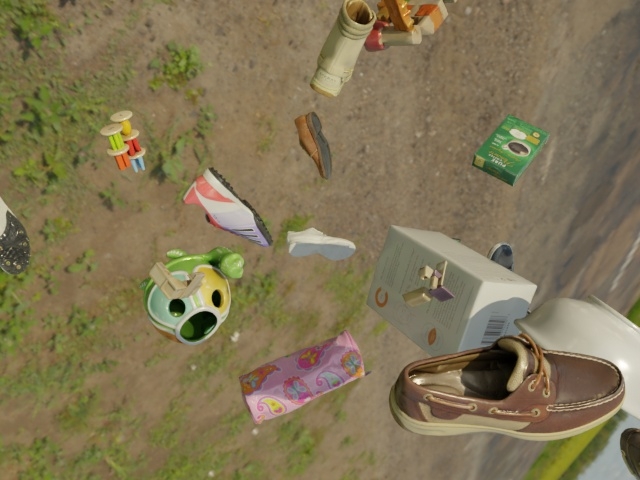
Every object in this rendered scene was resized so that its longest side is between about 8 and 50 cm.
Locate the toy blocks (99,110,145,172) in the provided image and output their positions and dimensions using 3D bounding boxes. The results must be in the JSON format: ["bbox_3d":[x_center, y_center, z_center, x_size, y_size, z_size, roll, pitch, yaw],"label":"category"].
[{"bbox_3d":[-0.454,-0.211,1.647,0.123,0.054,0.148,-80,163,-54],"label":"toy blocks"}]

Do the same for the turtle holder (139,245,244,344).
[{"bbox_3d":[-0.357,0.168,2.075,0.320,0.227,0.243,-24,130,-10],"label":"turtle holder"}]

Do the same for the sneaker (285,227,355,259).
[{"bbox_3d":[0.000,0.000,2.101,0.212,0.094,0.080,5,129,-20],"label":"sneaker"}]

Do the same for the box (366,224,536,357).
[{"bbox_3d":[0.287,0.127,1.621,0.168,0.345,0.215,6,108,-33],"label":"box"}]

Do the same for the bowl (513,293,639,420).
[{"bbox_3d":[0.524,0.195,1.322,0.134,0.298,0.298,-54,155,7],"label":"bowl"}]

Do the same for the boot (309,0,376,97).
[{"bbox_3d":[0.060,-0.473,1.657,0.203,0.095,0.262,-62,-176,35],"label":"boot"}]

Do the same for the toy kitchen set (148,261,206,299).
[{"bbox_3d":[-0.283,0.068,1.426,0.068,0.075,0.083,-50,161,21],"label":"toy kitchen set"}]

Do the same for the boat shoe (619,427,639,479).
[{"bbox_3d":[0.672,0.459,1.329,0.324,0.096,0.117,44,82,-28],"label":"boat shoe"}]

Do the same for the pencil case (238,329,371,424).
[{"bbox_3d":[-0.038,0.303,1.568,0.284,0.124,0.124,-24,150,-8],"label":"pencil case"}]

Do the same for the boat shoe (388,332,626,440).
[{"bbox_3d":[0.270,0.196,0.980,0.341,0.123,0.123,0,139,-3],"label":"boat shoe"}]

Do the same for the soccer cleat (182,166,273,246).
[{"bbox_3d":[-0.247,-0.067,1.932,0.116,0.109,0.318,-40,134,2],"label":"soccer cleat"}]

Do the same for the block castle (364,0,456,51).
[{"bbox_3d":[0.226,-0.756,1.917,0.453,0.212,0.303,-57,137,-26],"label":"block castle"}]

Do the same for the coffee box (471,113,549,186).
[{"bbox_3d":[0.443,-0.212,1.640,0.184,0.113,0.040,-48,159,-34],"label":"coffee box"}]

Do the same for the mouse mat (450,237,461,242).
[{"bbox_3d":[0.270,0.023,1.905,0.152,0.007,0.190,5,157,-20],"label":"mouse mat"}]

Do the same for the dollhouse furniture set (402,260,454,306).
[{"bbox_3d":[0.207,0.076,1.441,0.114,0.091,0.081,-27,-145,43],"label":"dollhouse furniture set"}]

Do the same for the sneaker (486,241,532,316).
[{"bbox_3d":[0.481,0.130,1.773,0.086,0.163,0.226,-7,114,-19],"label":"sneaker"}]

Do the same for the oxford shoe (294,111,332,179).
[{"bbox_3d":[-0.020,-0.279,2.121,0.076,0.076,0.212,-51,126,-59],"label":"oxford shoe"}]

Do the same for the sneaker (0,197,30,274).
[{"bbox_3d":[-0.678,-0.037,1.451,0.085,0.237,0.086,-35,-167,-38],"label":"sneaker"}]
